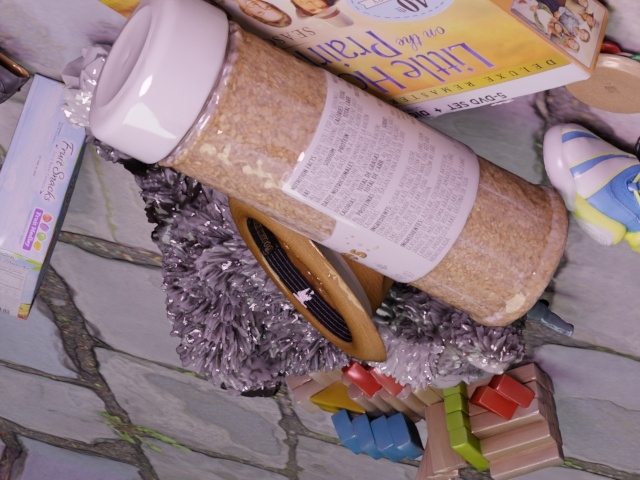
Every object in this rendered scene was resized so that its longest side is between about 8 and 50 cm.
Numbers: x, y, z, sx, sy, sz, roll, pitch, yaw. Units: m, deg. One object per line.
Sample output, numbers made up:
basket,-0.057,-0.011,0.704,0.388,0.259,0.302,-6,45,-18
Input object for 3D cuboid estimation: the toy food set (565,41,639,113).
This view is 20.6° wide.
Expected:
toy food set,0.215,-0.119,1.293,0.083,0.020,0.083,32,156,-34

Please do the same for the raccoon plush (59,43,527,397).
raccoon plush,0.000,0.000,1.541,0.299,0.216,0.446,-6,151,31

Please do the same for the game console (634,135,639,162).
game console,0.308,-0.066,1.264,0.124,0.085,0.144,6,158,28

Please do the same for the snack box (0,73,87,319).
snack box,-0.275,-0.036,1.676,0.070,0.174,0.207,18,161,-6

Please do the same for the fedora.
fedora,0.008,0.010,1.423,0.194,0.079,0.194,46,167,14

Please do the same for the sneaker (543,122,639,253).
sneaker,0.286,-0.035,1.399,0.126,0.091,0.240,-30,129,31

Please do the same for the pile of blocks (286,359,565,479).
pile of blocks,0.098,0.191,2.013,0.362,0.149,0.112,4,157,32

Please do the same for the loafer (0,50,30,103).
loafer,-0.314,-0.180,1.526,0.061,0.062,0.170,-27,141,5

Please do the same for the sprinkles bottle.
sprinkles bottle,0.011,-0.056,1.292,0.355,0.121,0.121,26,158,-22

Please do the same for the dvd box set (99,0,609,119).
dvd box set,-0.052,-0.208,1.212,0.420,0.062,0.308,31,156,-33

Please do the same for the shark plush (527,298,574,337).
shark plush,0.169,0.064,1.740,0.161,0.067,0.073,24,158,-19
